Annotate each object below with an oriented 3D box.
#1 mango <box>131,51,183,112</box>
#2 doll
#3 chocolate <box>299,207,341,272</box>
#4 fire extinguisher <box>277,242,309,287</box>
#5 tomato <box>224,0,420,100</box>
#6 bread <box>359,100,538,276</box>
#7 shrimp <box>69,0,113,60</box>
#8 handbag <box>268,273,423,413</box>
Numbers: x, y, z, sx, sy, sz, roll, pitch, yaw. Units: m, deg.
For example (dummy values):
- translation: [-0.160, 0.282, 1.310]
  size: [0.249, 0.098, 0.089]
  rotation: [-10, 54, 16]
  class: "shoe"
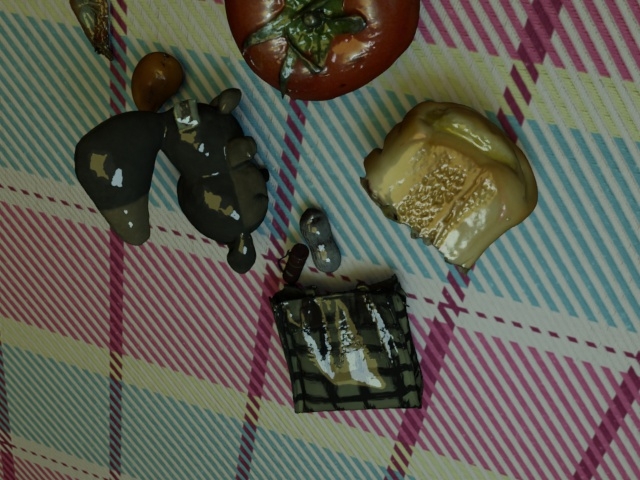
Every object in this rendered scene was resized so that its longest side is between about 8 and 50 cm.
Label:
- translation: [-0.381, -0.355, 1.096]
  size: [0.159, 0.084, 0.105]
  rotation: [-40, 91, 24]
  class: "mango"
- translation: [-0.289, -0.111, 1.051]
  size: [0.378, 0.252, 0.383]
  rotation: [-14, 112, -12]
  class: "doll"
- translation: [0.000, 0.000, 1.142]
  size: [0.072, 0.072, 0.167]
  rotation: [-17, 108, 20]
  class: "chocolate"
- translation: [-0.069, 0.061, 1.179]
  size: [0.078, 0.045, 0.157]
  rotation: [43, 147, 14]
  class: "fire extinguisher"
- translation: [0.008, -0.425, 0.874]
  size: [0.341, 0.273, 0.342]
  rotation: [5, 125, 7]
  class: "tomato"
- translation: [0.253, -0.124, 0.963]
  size: [0.315, 0.211, 0.270]
  rotation: [37, 105, -6]
  class: "bread"
- translation: [-0.512, -0.498, 1.097]
  size: [0.091, 0.043, 0.184]
  rotation: [-8, 107, 14]
  class: "shrimp"
- translation: [0.067, 0.256, 1.167]
  size: [0.325, 0.162, 0.327]
  rotation: [-8, 111, 14]
  class: "handbag"
